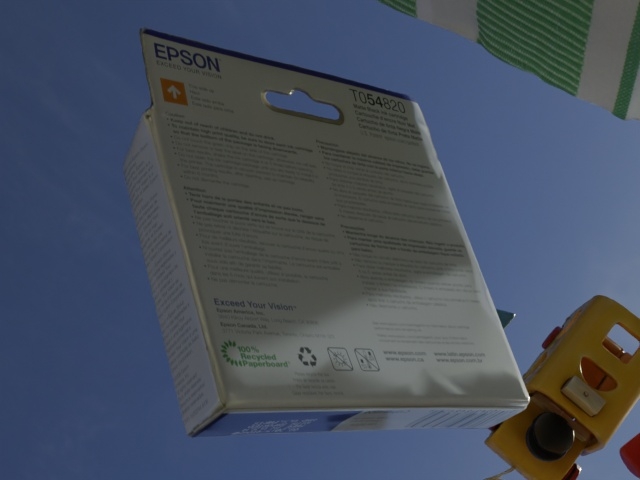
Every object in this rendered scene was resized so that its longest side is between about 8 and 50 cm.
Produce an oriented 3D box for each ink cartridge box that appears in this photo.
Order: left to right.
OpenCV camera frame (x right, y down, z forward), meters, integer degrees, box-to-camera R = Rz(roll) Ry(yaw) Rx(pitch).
[{"bbox_3d":[0.000,0.000,0.601,0.223,0.224,0.045,8,-34,-39],"label":"ink cartridge box"}]

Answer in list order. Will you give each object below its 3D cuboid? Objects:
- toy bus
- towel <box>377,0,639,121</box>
[{"bbox_3d":[0.230,0.147,0.965,0.191,0.104,0.202,-4,-109,-8],"label":"toy bus"},{"bbox_3d":[0.071,-0.210,0.632,0.038,0.325,0.248,-54,-21,-17],"label":"towel"}]
